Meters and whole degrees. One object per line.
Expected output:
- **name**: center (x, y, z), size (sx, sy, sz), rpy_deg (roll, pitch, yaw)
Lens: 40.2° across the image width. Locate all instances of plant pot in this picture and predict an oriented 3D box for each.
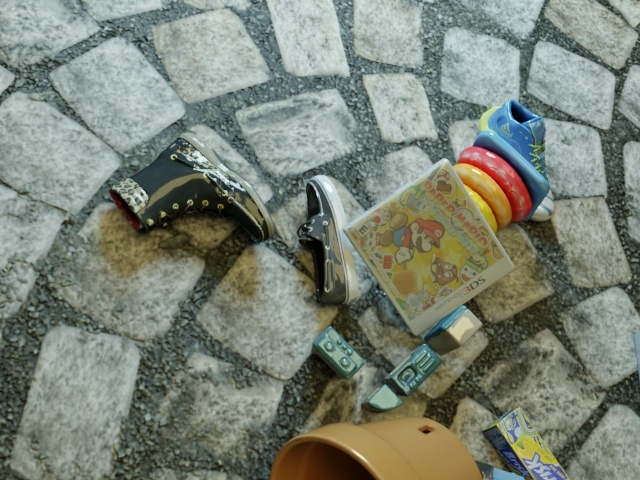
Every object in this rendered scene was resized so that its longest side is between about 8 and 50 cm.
- **plant pot**: center (0.097, 0.377, 1.234), size (0.203, 0.291, 0.291), rpy_deg (-17, 73, -40)

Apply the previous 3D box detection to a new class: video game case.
- **video game case**: center (0.181, 0.014, 1.453), size (0.206, 0.026, 0.227), rpy_deg (-34, 104, 0)

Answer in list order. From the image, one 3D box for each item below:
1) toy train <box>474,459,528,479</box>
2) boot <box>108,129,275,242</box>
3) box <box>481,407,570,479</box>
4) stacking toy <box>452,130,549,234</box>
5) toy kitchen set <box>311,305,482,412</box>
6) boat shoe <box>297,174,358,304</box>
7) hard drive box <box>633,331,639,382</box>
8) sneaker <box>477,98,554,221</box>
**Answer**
- **toy train**: center (0.262, 0.388, 1.362), size (0.184, 0.105, 0.080), rpy_deg (20, 73, -9)
- **boot**: center (-0.206, -0.051, 1.413), size (0.178, 0.085, 0.236), rpy_deg (-38, 77, -26)
- **box**: center (0.344, 0.363, 1.434), size (0.059, 0.054, 0.169), rpy_deg (-29, 80, -26)
- **stacking toy**: center (0.237, -0.034, 1.534), size (0.302, 0.175, 0.166), rpy_deg (-42, 77, -14)
- **toy kitchen set**: center (0.116, 0.153, 1.388), size (0.207, 0.122, 0.166), rpy_deg (-43, 85, -17)
- **boat shoe**: center (0.000, 0.000, 1.468), size (0.076, 0.080, 0.229), rpy_deg (-7, 78, -23)
- **hard drive box**: center (0.674, 0.275, 1.563), size (0.181, 0.089, 0.232), rpy_deg (7, 66, -15)
- **sneaker**: center (0.379, -0.156, 1.628), size (0.091, 0.126, 0.240), rpy_deg (-23, 76, -25)
